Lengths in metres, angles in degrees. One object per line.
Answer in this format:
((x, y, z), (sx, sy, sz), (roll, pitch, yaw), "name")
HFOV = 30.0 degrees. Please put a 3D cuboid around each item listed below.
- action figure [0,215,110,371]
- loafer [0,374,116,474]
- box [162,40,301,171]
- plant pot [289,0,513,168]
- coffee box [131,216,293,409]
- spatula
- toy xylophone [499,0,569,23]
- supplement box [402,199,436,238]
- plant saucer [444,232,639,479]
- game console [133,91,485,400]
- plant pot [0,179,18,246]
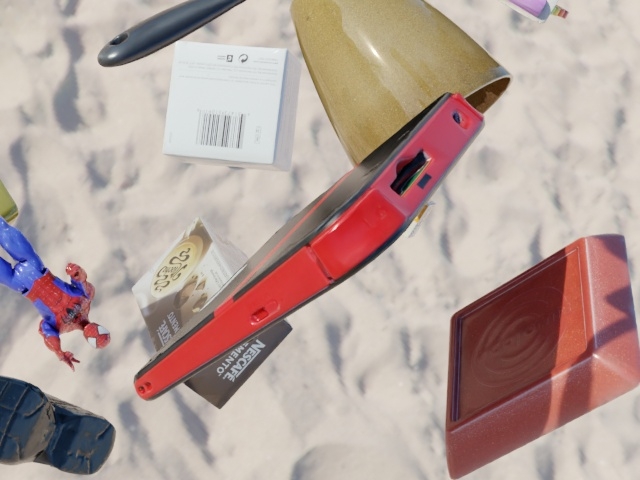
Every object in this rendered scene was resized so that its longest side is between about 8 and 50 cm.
((-0.319, 0.037, 1.292), (0.091, 0.139, 0.280), (-50, 119, -10), "action figure")
((-0.229, 0.134, 0.893), (0.170, 0.061, 0.062), (41, 71, -51), "loafer")
((-0.134, -0.206, 1.849), (0.119, 0.181, 0.181), (18, 78, -79), "box")
((0.082, -0.237, 1.553), (0.237, 0.237, 0.254), (-26, 78, -48), "plant pot")
((-0.173, 0.103, 1.831), (0.119, 0.168, 0.297), (41, 5, -27), "coffee box")
((-0.038, -0.198, 0.840), (0.296, 0.084, 0.030), (-41, 125, -25), "spatula")
((0.235, -0.377, 1.588), (0.236, 0.081, 0.323), (33, 17, 6), "toy xylophone")
((0.111, -0.056, 1.756), (0.098, 0.062, 0.036), (37, 17, 16), "supplement box")
((0.238, 0.117, 1.367), (0.048, 0.258, 0.259), (43, 32, -22), "plant saucer")
((0.000, 0.000, 1.251), (0.060, 0.342, 0.386), (49, 33, -4), "game console")
((-0.506, -0.030, 1.491), (0.187, 0.212, 0.212), (-27, 79, -38), "plant pot")
